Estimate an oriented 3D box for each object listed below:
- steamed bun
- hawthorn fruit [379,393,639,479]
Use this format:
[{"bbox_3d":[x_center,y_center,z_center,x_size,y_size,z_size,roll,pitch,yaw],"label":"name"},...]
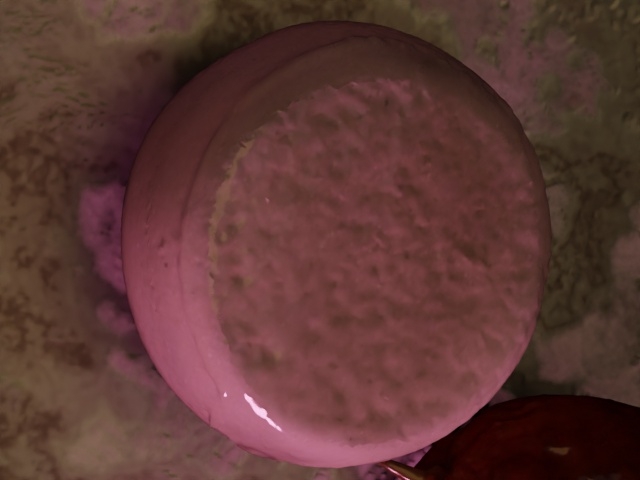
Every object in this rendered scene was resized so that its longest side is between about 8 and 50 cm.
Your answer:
[{"bbox_3d":[0.000,0.000,1.052,0.283,0.177,0.283,-3,96,-29],"label":"steamed bun"},{"bbox_3d":[0.154,0.190,1.129,0.251,0.189,0.190,16,87,-20],"label":"hawthorn fruit"}]
